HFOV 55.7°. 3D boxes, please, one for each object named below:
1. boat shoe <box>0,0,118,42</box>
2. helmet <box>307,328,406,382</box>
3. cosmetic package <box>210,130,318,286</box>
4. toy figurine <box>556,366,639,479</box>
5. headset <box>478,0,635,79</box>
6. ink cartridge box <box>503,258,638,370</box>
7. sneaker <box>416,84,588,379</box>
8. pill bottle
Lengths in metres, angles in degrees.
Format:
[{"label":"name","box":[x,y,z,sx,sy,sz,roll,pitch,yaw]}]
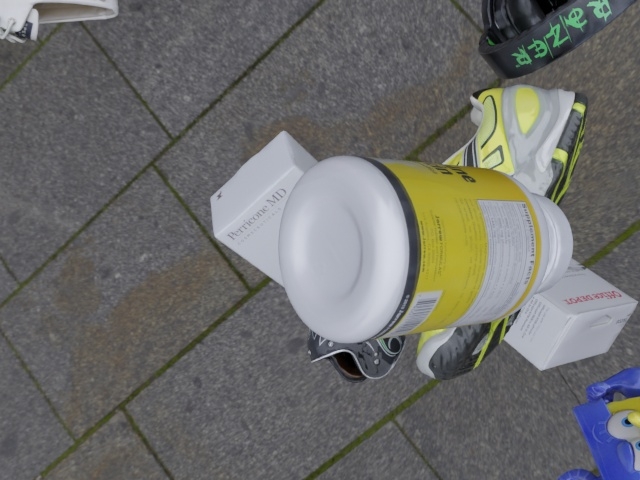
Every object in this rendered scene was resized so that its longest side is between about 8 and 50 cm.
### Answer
[{"label":"boat shoe","box":[-0.149,-0.115,0.295,0.100,0.035,0.035,-19,96,-27]},{"label":"helmet","box":[0.061,0.183,1.144,0.162,0.169,0.169,39,98,-3]},{"label":"cosmetic package","box":[0.000,0.000,1.348,0.230,0.161,0.453,-40,125,16]},{"label":"toy figurine","box":[0.289,0.195,0.436,0.217,0.362,0.191,-22,114,16]},{"label":"headset","box":[0.359,-0.334,0.821,0.185,0.394,0.243,44,137,-16]},{"label":"ink cartridge box","box":[0.403,0.092,1.177,0.307,0.223,0.128,44,127,43]},{"label":"sneaker","box":[0.196,-0.016,0.741,0.147,0.145,0.384,20,75,26]},{"label":"pill bottle","box":[0.074,0.004,0.378,0.103,0.184,0.103,2,92,52]}]
